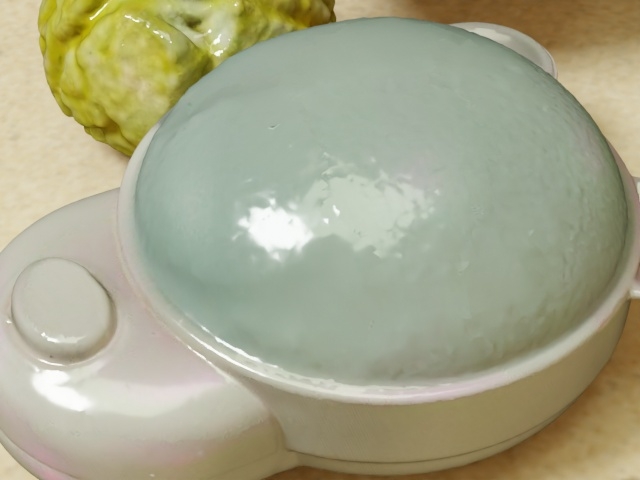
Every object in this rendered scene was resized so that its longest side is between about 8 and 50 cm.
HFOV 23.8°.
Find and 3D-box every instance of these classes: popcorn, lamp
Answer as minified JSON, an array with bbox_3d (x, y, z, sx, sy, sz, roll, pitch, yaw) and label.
[{"bbox_3d":[-0.055,-0.089,0.612,0.121,0.106,0.116,7,55,14],"label":"popcorn"},{"bbox_3d":[-0.001,-0.002,0.512,0.246,0.108,0.179,-23,44,-15],"label":"lamp"}]
